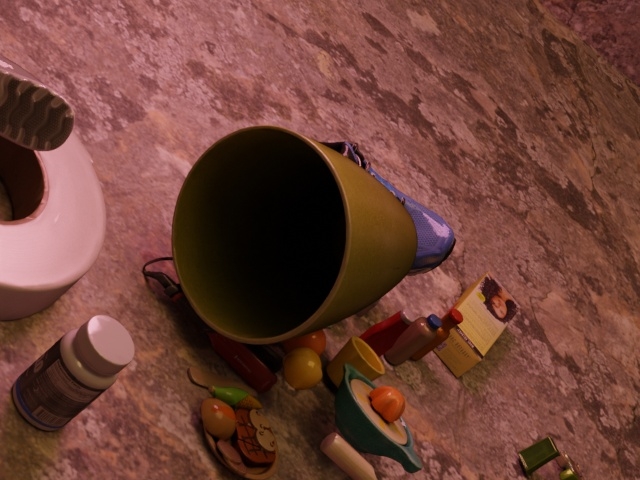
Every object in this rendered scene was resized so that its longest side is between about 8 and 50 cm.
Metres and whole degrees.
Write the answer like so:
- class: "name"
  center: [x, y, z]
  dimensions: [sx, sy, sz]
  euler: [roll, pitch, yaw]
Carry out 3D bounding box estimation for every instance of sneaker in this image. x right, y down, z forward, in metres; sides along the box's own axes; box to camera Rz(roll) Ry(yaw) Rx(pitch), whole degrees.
- class: "sneaker"
  center: [-0.427, -0.192, 1.888]
  dimensions: [0.281, 0.105, 0.115]
  euler: [34, -1, -17]
- class: "sneaker"
  center: [0.043, -0.057, 2.321]
  dimensions: [0.330, 0.147, 0.130]
  euler: [25, 69, 4]

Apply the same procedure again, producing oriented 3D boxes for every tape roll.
- class: "tape roll"
  center: [-0.426, -0.083, 1.900]
  dimensions: [0.392, 0.072, 0.392]
  euler: [33, 34, -26]

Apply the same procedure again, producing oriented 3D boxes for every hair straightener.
- class: "hair straightener"
  center: [-0.140, 0.100, 2.114]
  dimensions: [0.230, 0.047, 0.089]
  euler: [40, 30, -8]

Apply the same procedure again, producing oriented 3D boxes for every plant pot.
- class: "plant pot"
  center: [0.000, 0.000, 2.120]
  dimensions: [0.293, 0.275, 0.275]
  euler: [5, 51, -57]

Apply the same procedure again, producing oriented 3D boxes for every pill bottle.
- class: "pill bottle"
  center: [-0.273, 0.146, 1.777]
  dimensions: [0.078, 0.137, 0.078]
  euler: [34, 33, -26]

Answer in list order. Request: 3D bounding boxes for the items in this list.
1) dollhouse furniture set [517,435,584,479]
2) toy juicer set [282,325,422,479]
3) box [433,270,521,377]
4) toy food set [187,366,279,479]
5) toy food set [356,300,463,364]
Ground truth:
- class: "dollhouse furniture set"
  center: [0.368, 0.364, 2.506]
  dimensions: [0.151, 0.058, 0.076]
  euler: [45, 16, -49]
- class: "toy juicer set"
  center: [0.049, 0.212, 2.092]
  dimensions: [0.209, 0.089, 0.329]
  euler: [38, 17, -38]
- class: "box"
  center: [0.247, 0.131, 2.573]
  dimensions: [0.087, 0.058, 0.232]
  euler: [49, 30, -1]
- class: "toy food set"
  center: [-0.097, 0.241, 2.004]
  dimensions: [0.132, 0.038, 0.192]
  euler: [22, 40, -39]
- class: "toy food set"
  center: [0.095, 0.098, 2.357]
  dimensions: [0.232, 0.104, 0.111]
  euler: [40, 31, -17]
